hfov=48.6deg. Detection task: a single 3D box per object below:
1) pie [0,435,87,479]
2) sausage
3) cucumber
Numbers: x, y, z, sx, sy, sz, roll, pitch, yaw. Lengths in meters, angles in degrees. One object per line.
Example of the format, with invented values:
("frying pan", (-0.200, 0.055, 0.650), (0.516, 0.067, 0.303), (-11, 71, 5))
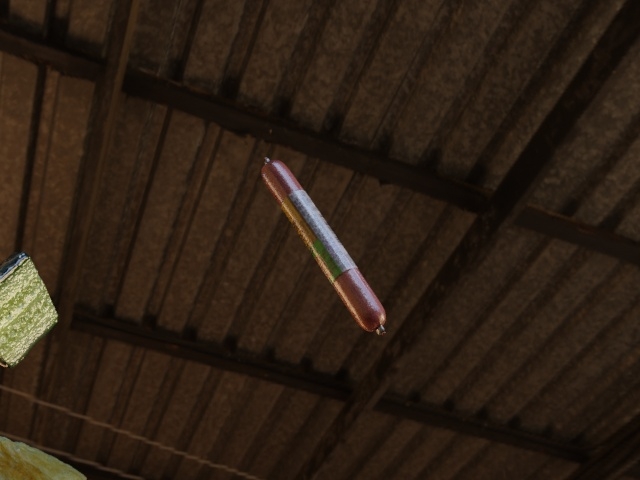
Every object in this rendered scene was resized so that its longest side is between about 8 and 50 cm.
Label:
("pie", (-0.411, 0.368, 1.000), (0.306, 0.306, 0.071), (34, -94, -23))
("sausage", (0.000, 0.000, 0.680), (0.029, 0.223, 0.029), (-27, -25, -14))
("cucumber", (-0.383, 0.083, 0.851), (0.062, 0.115, 0.116), (14, -46, 24))
